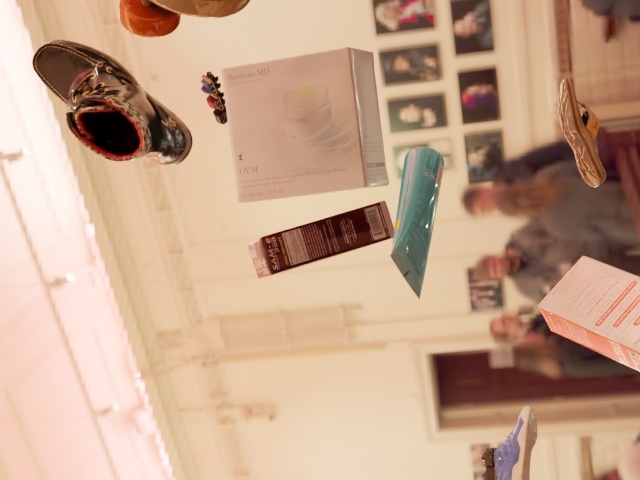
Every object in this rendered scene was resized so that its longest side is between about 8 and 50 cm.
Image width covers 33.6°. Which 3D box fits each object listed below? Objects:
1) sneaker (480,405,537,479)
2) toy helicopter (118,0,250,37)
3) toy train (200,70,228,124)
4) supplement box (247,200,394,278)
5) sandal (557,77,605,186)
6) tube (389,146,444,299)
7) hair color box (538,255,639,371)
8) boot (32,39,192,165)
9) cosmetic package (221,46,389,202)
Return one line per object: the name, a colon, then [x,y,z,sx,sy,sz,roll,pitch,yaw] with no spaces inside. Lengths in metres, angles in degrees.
sneaker: [0.307,0.342,1.748,0.058,0.084,0.152,51,-136,-45]
toy helicopter: [-0.151,-0.424,1.461,0.140,0.234,0.355,100,170,-46]
toy train: [-0.196,-0.262,1.968,0.036,0.027,0.158,-47,-23,-14]
supplement box: [0.000,0.000,1.892,0.130,0.239,0.073,159,94,-75]
sandal: [0.424,-0.174,1.693,0.072,0.049,0.180,109,142,-79]
tube: [0.119,-0.030,1.314,0.080,0.052,0.207,50,-144,-32]
hair color box: [0.352,0.088,1.254,0.167,0.093,0.053,26,157,54]
boot: [-0.276,-0.173,1.295,0.085,0.236,0.178,-54,-3,10]
cosmetic package: [-0.024,-0.185,1.726,0.138,0.224,0.225,-13,-84,-69]
